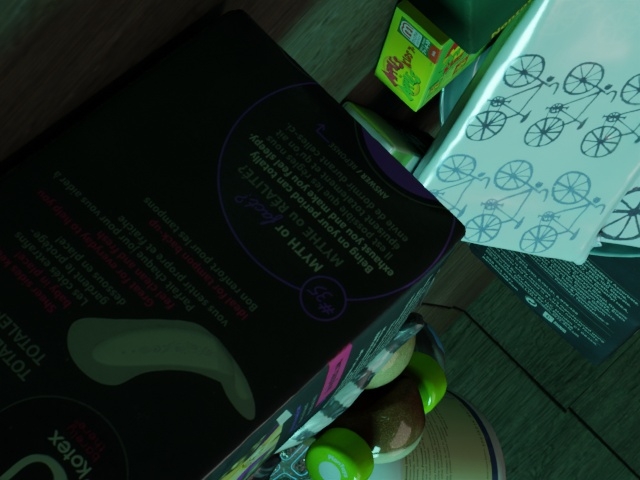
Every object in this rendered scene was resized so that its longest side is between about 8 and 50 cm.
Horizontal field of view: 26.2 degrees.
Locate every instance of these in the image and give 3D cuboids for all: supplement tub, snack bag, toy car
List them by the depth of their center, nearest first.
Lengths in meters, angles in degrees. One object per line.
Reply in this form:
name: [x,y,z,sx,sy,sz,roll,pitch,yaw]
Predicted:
snack bag: [0.265,-0.093,1.036,0.343,0.037,0.323,9,136,-23]
toy car: [0.018,0.078,1.107,0.155,0.149,0.188,-39,139,-48]
supplement tub: [0.037,0.265,1.561,0.235,0.235,0.325,-49,144,18]

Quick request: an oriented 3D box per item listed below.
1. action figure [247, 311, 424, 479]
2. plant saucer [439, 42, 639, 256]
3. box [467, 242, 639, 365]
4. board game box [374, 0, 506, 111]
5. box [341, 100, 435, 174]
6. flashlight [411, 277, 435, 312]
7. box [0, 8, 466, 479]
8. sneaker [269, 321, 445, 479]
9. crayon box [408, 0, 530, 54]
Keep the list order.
action figure: [-0.097,0.141,0.874,0.330,0.178,0.341,-60,156,5]
plant saucer: [0.257,-0.115,1.133,0.317,0.318,0.043,-55,-162,40]
box: [0.496,-0.129,1.946,0.480,0.297,0.472,-43,167,-15]
board game box: [0.120,-0.177,0.957,0.181,0.043,0.092,-42,168,-21]
box: [0.000,0.000,1.133,0.232,0.058,0.322,-48,171,10]
flashlight: [0.051,0.114,1.654,0.103,0.103,0.304,-7,152,-19]
box: [-0.089,0.048,0.651,0.270,0.165,0.143,-40,169,-26]
sneaker: [-0.040,0.174,1.285,0.341,0.125,0.139,-30,160,5]
crayon box: [0.153,-0.274,0.541,0.363,0.106,0.313,-45,170,-3]
